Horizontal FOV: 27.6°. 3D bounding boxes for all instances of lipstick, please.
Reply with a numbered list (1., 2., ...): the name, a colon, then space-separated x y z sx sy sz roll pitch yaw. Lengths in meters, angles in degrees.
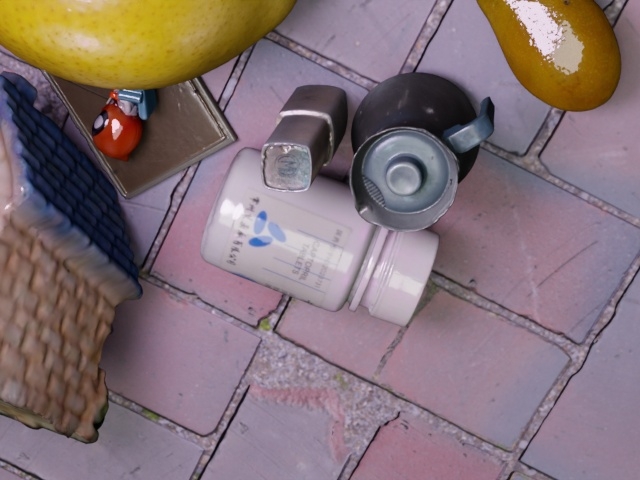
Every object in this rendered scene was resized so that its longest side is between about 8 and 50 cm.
1. lipstick: -0.020 -0.128 1.641 0.077 0.253 0.079 3 112 8

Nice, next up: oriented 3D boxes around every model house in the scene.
1. model house: -0.471 -0.002 1.714 0.445 0.395 0.400 11 73 26

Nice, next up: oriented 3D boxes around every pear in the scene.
1. pear: -0.221 -0.348 1.533 0.418 0.362 0.362 -8 112 -24

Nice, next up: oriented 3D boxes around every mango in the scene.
1. mango: 0.286 -0.261 1.634 0.136 0.099 0.227 -40 91 26

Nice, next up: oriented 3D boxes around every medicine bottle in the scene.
1. medicine bottle: 0.000 0.000 1.729 0.293 0.170 0.170 20 111 0

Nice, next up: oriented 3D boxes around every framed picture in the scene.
1. framed picture: -0.260 -0.206 1.775 0.192 0.018 0.265 -27 104 17

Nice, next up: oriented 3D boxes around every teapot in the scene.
1. teapot: 0.127 -0.116 1.637 0.203 0.225 0.171 -30 104 17

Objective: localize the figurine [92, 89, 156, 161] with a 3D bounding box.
1. figurine: -0.263 -0.171 1.747 0.075 0.068 0.140 16 119 0
